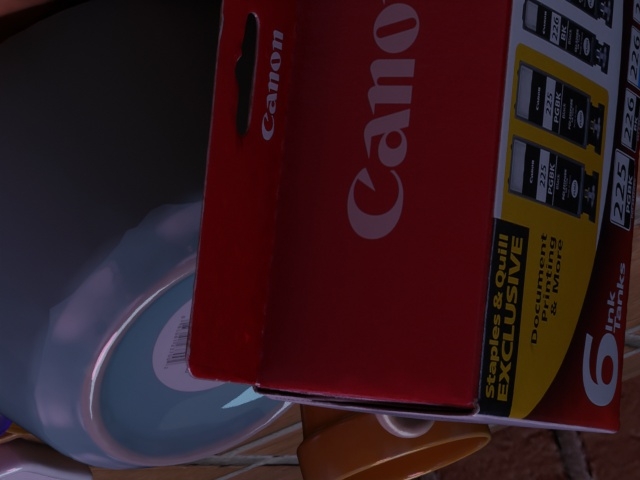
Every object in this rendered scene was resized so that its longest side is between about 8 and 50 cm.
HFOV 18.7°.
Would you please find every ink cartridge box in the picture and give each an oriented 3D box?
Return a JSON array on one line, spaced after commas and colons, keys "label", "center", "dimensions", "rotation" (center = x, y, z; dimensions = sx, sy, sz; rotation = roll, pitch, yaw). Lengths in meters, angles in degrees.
[{"label": "ink cartridge box", "center": [0.064, -0.063, 0.997], "dimensions": [0.130, 0.309, 0.272], "rotation": [2, 174, 28]}]

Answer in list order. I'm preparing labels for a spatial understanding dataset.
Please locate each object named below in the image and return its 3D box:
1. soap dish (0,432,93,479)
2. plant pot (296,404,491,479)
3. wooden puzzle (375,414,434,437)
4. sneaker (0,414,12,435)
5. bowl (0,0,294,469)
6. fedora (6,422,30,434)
[{"label": "soap dish", "center": [-0.385, 0.221, 1.913], "dimensions": [0.291, 0.118, 0.229], "rotation": [-21, 165, 8]}, {"label": "plant pot", "center": [0.056, 0.158, 2.081], "dimensions": [0.205, 0.188, 0.205], "rotation": [-18, 165, -5]}, {"label": "wooden puzzle", "center": [0.035, -0.038, 1.144], "dimensions": [0.044, 0.221, 0.239], "rotation": [-3, 135, 27]}, {"label": "sneaker", "center": [-0.291, 0.119, 1.570], "dimensions": [0.293, 0.102, 0.146], "rotation": [-54, -169, -4]}, {"label": "bowl", "center": [-0.099, 0.020, 1.182], "dimensions": [0.311, 0.163, 0.311], "rotation": [-22, 140, -20]}, {"label": "fedora", "center": [-0.201, 0.128, 1.683], "dimensions": [0.194, 0.079, 0.194], "rotation": [-24, 148, -17]}]
